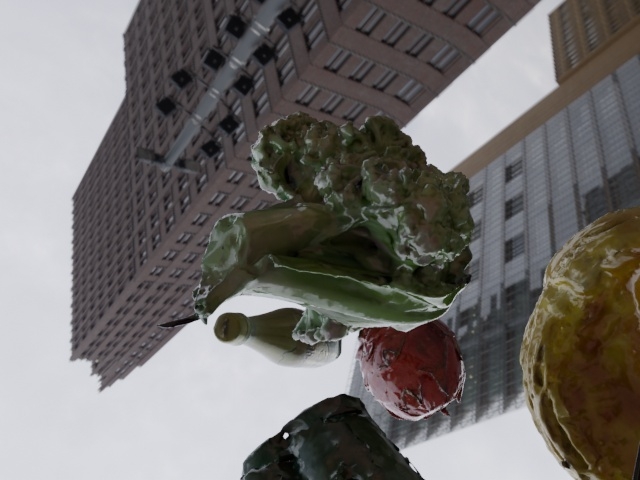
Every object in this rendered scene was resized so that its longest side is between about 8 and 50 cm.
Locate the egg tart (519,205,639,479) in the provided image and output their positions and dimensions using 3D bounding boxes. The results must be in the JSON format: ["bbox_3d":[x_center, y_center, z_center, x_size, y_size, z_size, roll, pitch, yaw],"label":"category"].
[{"bbox_3d":[0.408,0.140,0.596,0.168,0.387,0.388,-8,-113,-46],"label":"egg tart"}]

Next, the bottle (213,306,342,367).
[{"bbox_3d":[-0.052,0.130,0.764,0.269,0.083,0.083,24,-138,-61],"label":"bottle"}]

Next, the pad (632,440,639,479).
[{"bbox_3d":[0.218,0.063,0.335,0.190,0.004,0.128,2,-83,-48],"label":"pad"}]

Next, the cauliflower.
[{"bbox_3d":[0.000,0.000,0.510,0.315,0.256,0.239,-12,-78,-38],"label":"cauliflower"}]

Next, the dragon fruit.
[{"bbox_3d":[0.192,0.261,1.230,0.240,0.241,0.252,6,-154,-38],"label":"dragon fruit"}]

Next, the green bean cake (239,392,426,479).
[{"bbox_3d":[-0.004,0.258,0.343,0.255,0.132,0.241,-35,-61,-10],"label":"green bean cake"}]
